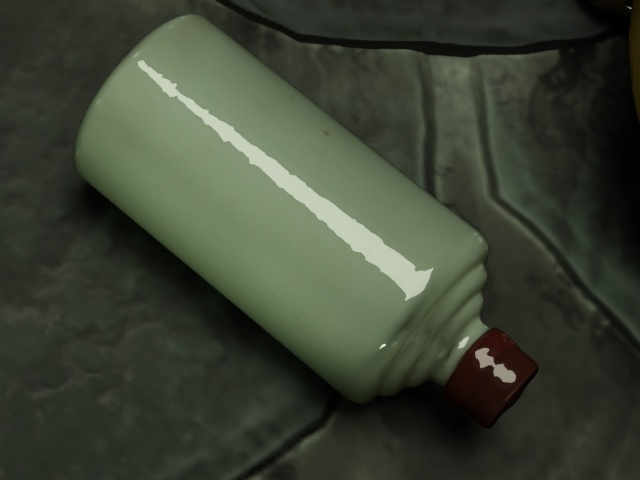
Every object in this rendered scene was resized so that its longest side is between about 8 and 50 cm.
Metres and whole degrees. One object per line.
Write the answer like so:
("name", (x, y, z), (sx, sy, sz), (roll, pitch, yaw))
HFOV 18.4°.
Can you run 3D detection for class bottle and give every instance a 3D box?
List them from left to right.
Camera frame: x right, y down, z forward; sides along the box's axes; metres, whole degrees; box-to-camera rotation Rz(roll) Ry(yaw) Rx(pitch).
("bottle", (0.000, 0.000, 0.960), (0.245, 0.104, 0.104), (38, 57, 11))

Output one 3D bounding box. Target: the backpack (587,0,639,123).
("backpack", (0.309, -0.098, 1.047), (0.353, 0.201, 0.378), (28, 53, 2))
